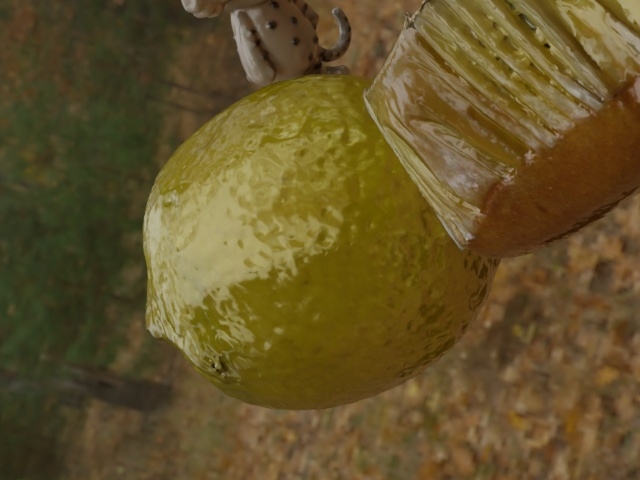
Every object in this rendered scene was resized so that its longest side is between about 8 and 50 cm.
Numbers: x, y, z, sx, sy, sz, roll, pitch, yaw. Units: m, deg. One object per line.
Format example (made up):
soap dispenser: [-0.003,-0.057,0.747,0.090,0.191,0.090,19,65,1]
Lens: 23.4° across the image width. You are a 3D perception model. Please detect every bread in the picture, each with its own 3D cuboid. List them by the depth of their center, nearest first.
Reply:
bread: [0.152,-0.099,0.907,0.204,0.156,0.288,-36,-7,-26]

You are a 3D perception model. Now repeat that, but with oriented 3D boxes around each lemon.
lemon: [-0.002,0.001,1.442,0.336,0.336,0.336,-163,90,-81]

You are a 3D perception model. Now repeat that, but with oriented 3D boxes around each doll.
doll: [-0.065,-0.257,1.654,0.119,0.278,0.154,-11,42,43]
